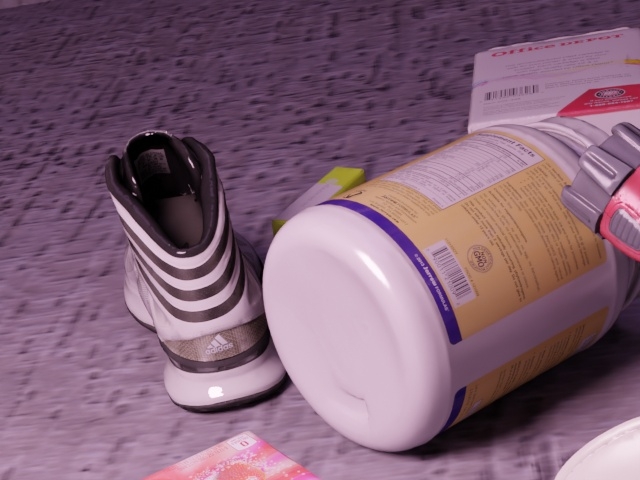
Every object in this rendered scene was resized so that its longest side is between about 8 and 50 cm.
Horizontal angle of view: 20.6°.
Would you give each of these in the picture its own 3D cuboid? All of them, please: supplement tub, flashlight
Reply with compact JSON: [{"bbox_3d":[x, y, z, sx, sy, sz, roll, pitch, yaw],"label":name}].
[{"bbox_3d":[0.138,0.030,1.664,0.331,0.241,0.241,-25,26,-33],"label":"supplement tub"},{"bbox_3d":[0.348,0.024,1.501,0.304,0.103,0.103,40,92,24],"label":"flashlight"}]

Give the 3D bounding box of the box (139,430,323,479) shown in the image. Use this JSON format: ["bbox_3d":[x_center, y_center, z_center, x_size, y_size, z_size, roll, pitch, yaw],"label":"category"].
[{"bbox_3d":[-0.127,0.280,1.304,0.300,0.142,0.154,-22,25,-26],"label":"box"}]

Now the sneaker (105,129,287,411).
[{"bbox_3d":[-0.141,-0.020,1.896,0.169,0.257,0.447,-14,22,-9],"label":"sneaker"}]

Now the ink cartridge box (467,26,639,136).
[{"bbox_3d":[0.305,-0.150,2.178,0.226,0.131,0.306,-7,21,11],"label":"ink cartridge box"}]

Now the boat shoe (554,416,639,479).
[{"bbox_3d":[0.332,0.173,1.384,0.305,0.109,0.091,-22,-14,25],"label":"boat shoe"}]

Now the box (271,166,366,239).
[{"bbox_3d":[0.000,0.000,1.980,0.042,0.109,0.178,6,27,28],"label":"box"}]
